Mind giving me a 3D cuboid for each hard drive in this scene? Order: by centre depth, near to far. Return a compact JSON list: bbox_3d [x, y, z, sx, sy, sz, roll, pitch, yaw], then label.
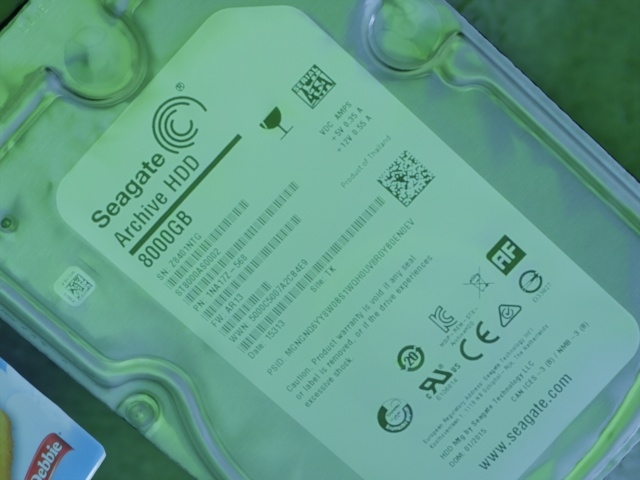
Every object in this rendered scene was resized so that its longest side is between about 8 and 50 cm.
[{"bbox_3d":[0.000,0.000,0.874,0.339,0.064,0.237,42,94,-11],"label":"hard drive"}]

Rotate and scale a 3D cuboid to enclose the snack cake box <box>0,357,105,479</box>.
[{"bbox_3d":[-0.212,0.172,0.771,0.089,0.264,0.152,43,139,-12],"label":"snack cake box"}]
